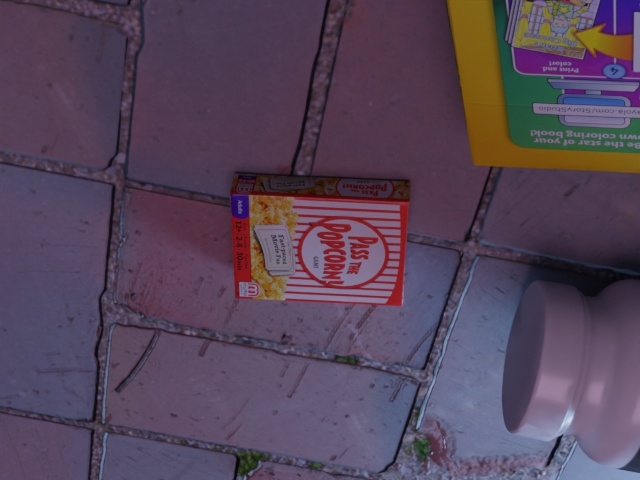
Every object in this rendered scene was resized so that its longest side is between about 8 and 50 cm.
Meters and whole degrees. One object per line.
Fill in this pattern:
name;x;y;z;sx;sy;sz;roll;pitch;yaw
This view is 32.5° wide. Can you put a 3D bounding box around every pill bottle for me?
pill bottle;0.397;0.156;1.200;0.363;0.210;0.210;10;126;-2

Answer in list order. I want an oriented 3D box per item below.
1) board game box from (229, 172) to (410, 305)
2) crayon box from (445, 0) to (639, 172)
board game box;0.000;0.000;1.222;0.194;0.045;0.146;2;126;3
crayon box;0.298;-0.184;0.925;0.363;0.106;0.313;5;149;18
